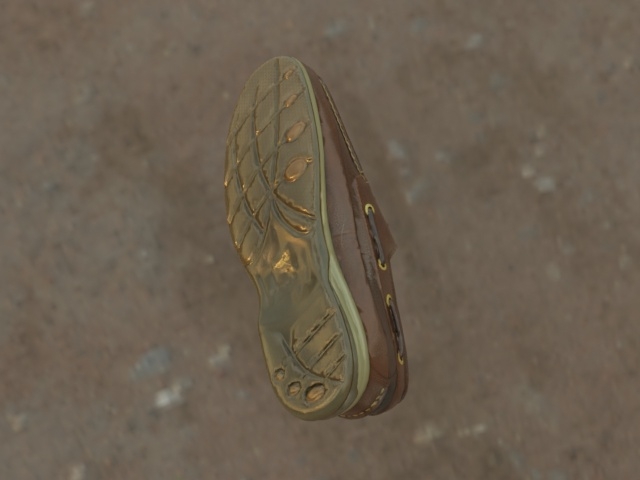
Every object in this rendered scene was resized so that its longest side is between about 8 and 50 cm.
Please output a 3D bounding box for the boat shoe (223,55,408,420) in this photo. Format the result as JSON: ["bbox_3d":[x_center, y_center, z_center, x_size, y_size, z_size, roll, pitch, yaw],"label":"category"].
[{"bbox_3d":[0.000,0.000,0.901,0.064,0.060,0.178,-28,65,38],"label":"boat shoe"}]
